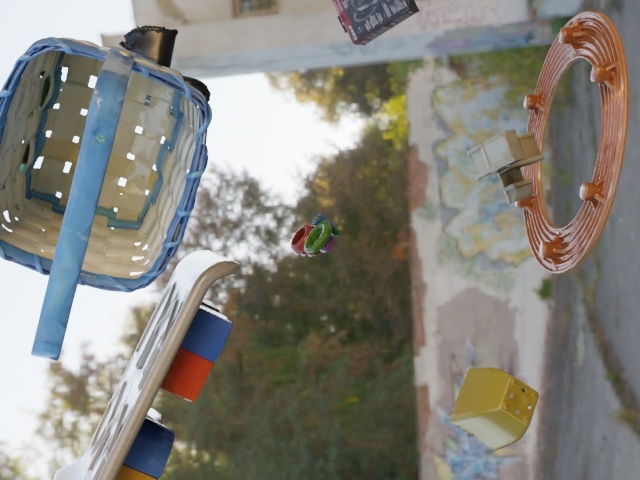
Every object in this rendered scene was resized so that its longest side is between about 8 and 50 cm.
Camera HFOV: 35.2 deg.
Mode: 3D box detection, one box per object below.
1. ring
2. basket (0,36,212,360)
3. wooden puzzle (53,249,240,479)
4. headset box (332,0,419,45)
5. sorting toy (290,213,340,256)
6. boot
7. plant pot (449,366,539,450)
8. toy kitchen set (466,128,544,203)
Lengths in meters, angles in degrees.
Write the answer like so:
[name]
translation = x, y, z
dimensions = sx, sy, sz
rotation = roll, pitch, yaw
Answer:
[ring]
translation = 0.309, -0.125, 1.289
dimensions = 0.336, 0.032, 0.336
rotation = -175, 90, -83
[basket]
translation = -0.214, -0.056, 0.933
dimensions = 0.289, 0.201, 0.254
rotation = -117, 45, -65
[wooden puzzle]
translation = -0.192, 0.173, 1.164
dimensions = 0.347, 0.080, 0.322
rotation = -60, 11, -4
[headset box]
translation = 0.055, -0.255, 1.090
dimensions = 0.032, 0.083, 0.062
rotation = -15, -103, -62
[sorting toy]
translation = 0.000, 0.000, 1.382
dimensions = 0.061, 0.042, 0.102
rotation = -60, 22, -13
[boot]
translation = -0.183, -0.205, 1.189
dimensions = 0.045, 0.121, 0.099
rotation = 46, -136, -62
[plant pot]
translation = 0.228, 0.208, 1.276
dimensions = 0.083, 0.081, 0.081
rotation = -33, 27, 59
[toy kitchen set]
translation = 0.218, -0.082, 1.079
dimensions = 0.075, 0.083, 0.068
rotation = -28, 79, 64
